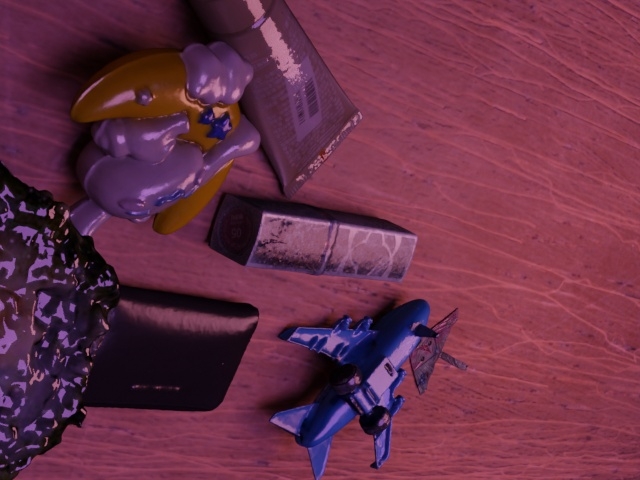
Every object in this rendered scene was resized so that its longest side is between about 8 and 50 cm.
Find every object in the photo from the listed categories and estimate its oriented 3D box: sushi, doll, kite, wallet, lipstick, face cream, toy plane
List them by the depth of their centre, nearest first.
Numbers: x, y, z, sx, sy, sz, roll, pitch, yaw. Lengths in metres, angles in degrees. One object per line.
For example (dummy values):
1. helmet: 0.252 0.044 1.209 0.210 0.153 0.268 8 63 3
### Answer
1. sushi: -0.354 0.049 1.161 0.352 0.178 0.294 38 82 -37
2. doll: -0.169 -0.086 1.363 0.252 0.111 0.237 -26 146 -35
3. face cream: -0.048 -0.183 1.471 0.137 0.084 0.341 -49 145 -12
4. wallet: -0.178 0.127 1.526 0.250 0.044 0.149 13 104 -48
5. lipstick: 0.000 0.000 1.610 0.290 0.076 0.077 7 104 -49
6. toy plane: 0.055 0.174 1.745 0.271 0.105 0.254 -43 121 -15
7. kite: 0.172 0.159 1.921 0.153 0.005 0.137 14 101 -49

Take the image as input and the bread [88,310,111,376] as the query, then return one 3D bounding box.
1. bread: -0.276 0.113 1.379 0.083 0.094 0.157 31 73 -16
